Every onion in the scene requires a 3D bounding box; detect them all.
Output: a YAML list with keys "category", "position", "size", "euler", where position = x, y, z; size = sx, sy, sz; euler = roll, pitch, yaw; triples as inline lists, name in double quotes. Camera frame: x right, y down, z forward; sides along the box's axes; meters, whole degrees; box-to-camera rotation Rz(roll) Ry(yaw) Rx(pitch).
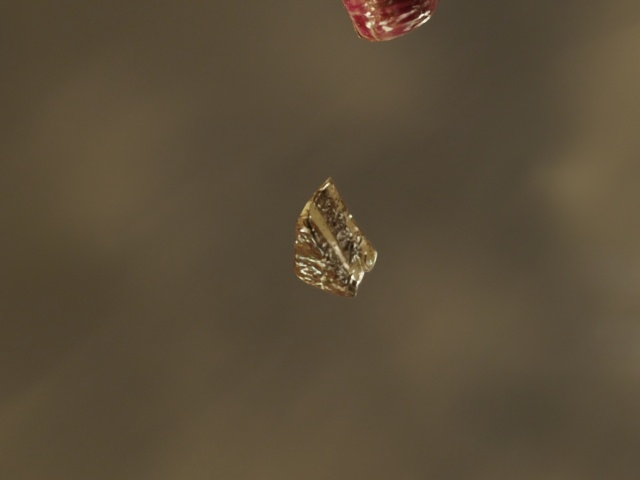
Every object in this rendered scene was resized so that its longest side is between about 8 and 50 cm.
- category: "onion"
  position: [0.140, -0.552, 1.142]
  size: [0.256, 0.272, 0.230]
  euler: [50, -151, -5]

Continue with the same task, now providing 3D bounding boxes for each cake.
- category: "cake"
  position: [-0.008, -0.007, 1.005]
  size: [0.112, 0.135, 0.246]
  euler: [-61, -39, -23]
